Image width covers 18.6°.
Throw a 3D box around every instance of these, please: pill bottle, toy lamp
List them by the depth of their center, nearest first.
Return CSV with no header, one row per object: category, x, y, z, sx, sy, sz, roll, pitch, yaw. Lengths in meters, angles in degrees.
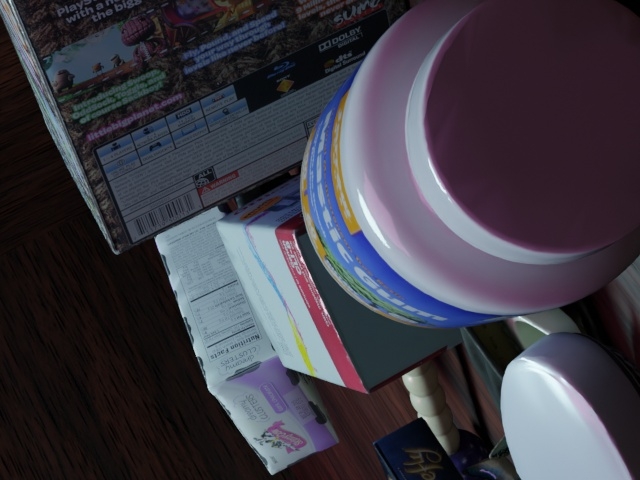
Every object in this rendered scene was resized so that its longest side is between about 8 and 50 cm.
pill bottle,0.078,-0.038,0.918,0.152,0.152,0.272,63,172,2
toy lamp,0.076,0.097,1.588,0.080,0.080,0.274,54,167,48

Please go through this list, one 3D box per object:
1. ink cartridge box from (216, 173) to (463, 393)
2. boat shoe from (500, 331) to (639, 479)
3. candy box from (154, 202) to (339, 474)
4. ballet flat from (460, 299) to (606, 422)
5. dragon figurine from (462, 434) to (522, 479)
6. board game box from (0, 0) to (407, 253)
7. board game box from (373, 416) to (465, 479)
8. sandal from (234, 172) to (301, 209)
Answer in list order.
ink cartridge box,0.028,0.016,1.380,0.127,0.128,0.176,65,162,-11
boat shoe,0.186,0.142,0.961,0.108,0.102,0.301,24,150,55
candy box,-0.067,0.076,1.680,0.165,0.070,0.196,62,-176,-53
ballet flat,0.113,0.020,1.131,0.280,0.095,0.096,56,165,-23
dragon figurine,0.167,0.204,1.329,0.144,0.085,0.289,60,172,18
board game box,-0.084,-0.169,1.215,0.141,0.232,0.291,57,169,36
board game box,0.121,0.256,1.322,0.243,0.042,0.165,56,171,45
sandal,-0.001,-0.002,1.739,0.167,0.107,0.446,64,-176,-10
